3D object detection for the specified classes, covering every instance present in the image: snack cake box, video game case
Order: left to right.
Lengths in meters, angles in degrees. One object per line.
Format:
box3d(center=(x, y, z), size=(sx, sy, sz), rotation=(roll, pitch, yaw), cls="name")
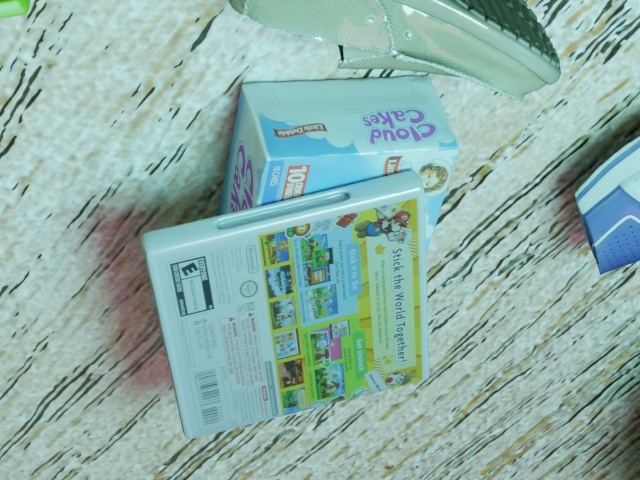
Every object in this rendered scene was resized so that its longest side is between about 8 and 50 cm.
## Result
box3d(center=(-0.019, 0.054, 1.218), size=(0.206, 0.026, 0.227), rotation=(-13, 137, -7), cls="video game case")
box3d(center=(0.000, 0.000, 1.254), size=(0.152, 0.089, 0.264), rotation=(-3, 136, -17), cls="snack cake box")

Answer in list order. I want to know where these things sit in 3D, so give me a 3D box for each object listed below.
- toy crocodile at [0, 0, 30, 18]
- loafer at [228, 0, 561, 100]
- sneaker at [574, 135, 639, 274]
box3d(center=(-0.192, -0.275, 0.881), size=(0.115, 0.105, 0.340), rotation=(-2, 134, -20), cls="toy crocodile")
box3d(center=(0.048, -0.160, 1.107), size=(0.269, 0.102, 0.092), rotation=(23, 125, -26), cls="loafer")
box3d(center=(0.373, -0.030, 1.278), size=(0.316, 0.182, 0.127), rotation=(-27, 159, 8), cls="sneaker")
